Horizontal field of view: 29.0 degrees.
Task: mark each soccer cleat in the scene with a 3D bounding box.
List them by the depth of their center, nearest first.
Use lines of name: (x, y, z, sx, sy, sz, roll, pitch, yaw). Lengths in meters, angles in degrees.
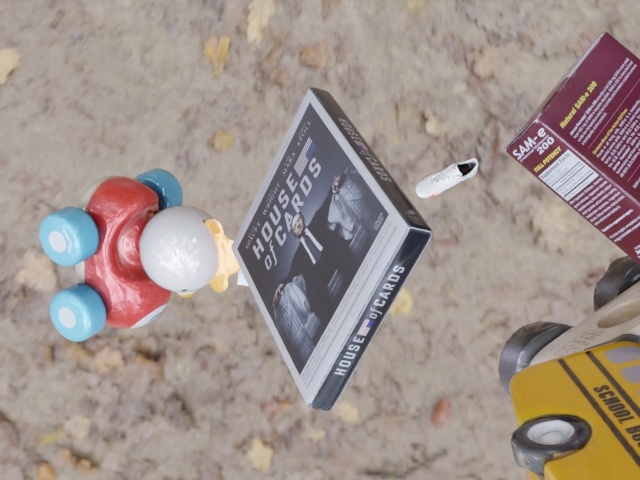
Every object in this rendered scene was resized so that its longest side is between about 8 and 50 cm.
soccer cleat: (0.151, -0.075, 1.470, 0.083, 0.035, 0.029, -23, 78, -15)

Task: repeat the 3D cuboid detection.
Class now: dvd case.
dvd case: (0.000, 0.000, 1.049, 0.030, 0.238, 0.179, 14, 116, -30)

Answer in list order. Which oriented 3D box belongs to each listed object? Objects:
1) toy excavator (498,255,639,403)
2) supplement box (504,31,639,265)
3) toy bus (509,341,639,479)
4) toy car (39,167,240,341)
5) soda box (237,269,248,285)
toy excavator: (0.355, 0.289, 1.309, 0.433, 0.222, 0.445, -33, 99, -15)
supplement box: (0.299, -0.058, 1.105, 0.239, 0.130, 0.073, 41, 153, 1)
toy bus: (0.198, 0.174, 0.713, 0.130, 0.332, 0.108, -14, 108, -4)
toy car: (-0.203, 0.028, 1.628, 0.238, 0.219, 0.210, 10, 113, 31)
soda box: (-0.059, 0.042, 1.967, 0.069, 0.216, 0.074, 5, 87, 19)
